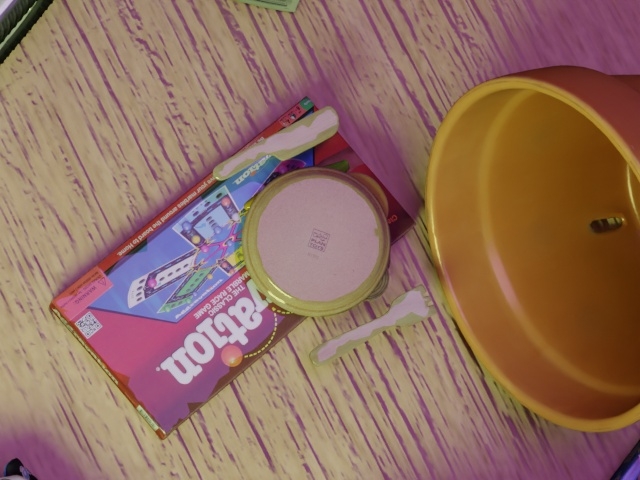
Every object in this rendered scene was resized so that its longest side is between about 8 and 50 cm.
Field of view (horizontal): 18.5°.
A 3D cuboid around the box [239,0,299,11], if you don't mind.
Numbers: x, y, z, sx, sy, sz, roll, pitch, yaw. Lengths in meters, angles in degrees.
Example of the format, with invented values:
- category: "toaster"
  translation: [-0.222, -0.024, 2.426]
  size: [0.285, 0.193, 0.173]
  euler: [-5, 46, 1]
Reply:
- category: "box"
  translation: [-0.034, -0.281, 1.649]
  size: [0.072, 0.126, 0.137]
  euler: [12, 74, -8]

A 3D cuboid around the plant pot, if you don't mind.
- category: "plant pot"
  translation: [0.252, -0.016, 1.585]
  size: [0.203, 0.291, 0.291]
  euler: [-21, 82, -33]

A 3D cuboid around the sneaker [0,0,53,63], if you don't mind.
- category: "sneaker"
  translation: [-0.263, -0.343, 1.590]
  size: [0.257, 0.169, 0.447]
  euler: [39, 74, -3]

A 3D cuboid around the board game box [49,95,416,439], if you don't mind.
- category: "board game box"
  translation: [-0.069, 0.020, 1.620]
  size: [0.281, 0.027, 0.145]
  euler: [-40, 89, -18]

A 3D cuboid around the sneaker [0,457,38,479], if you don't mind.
- category: "sneaker"
  translation: [-0.215, 0.221, 1.509]
  size: [0.237, 0.085, 0.086]
  euler: [24, 78, -7]

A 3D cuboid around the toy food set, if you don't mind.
- category: "toy food set"
  translation: [0.000, 0.000, 1.612]
  size: [0.132, 0.038, 0.192]
  euler: [-26, 89, -10]

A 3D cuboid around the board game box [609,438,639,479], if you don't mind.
- category: "board game box"
  translation: [0.286, 0.255, 1.638]
  size: [0.136, 0.035, 0.201]
  euler: [41, 72, 0]
